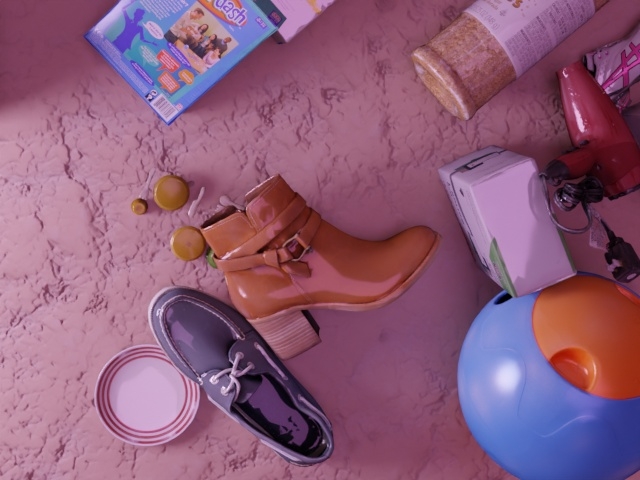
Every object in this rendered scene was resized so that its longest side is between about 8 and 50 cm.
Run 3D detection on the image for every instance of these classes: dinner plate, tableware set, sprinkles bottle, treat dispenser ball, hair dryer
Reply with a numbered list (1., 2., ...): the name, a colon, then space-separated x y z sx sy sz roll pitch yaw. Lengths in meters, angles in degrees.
1. dinner plate: -0.234 0.208 1.668 0.141 0.017 0.141 -1 97 -8
2. tableware set: -0.177 -0.027 1.646 0.154 0.024 0.104 23 96 -12
3. sprinkles bottle: 0.290 -0.311 1.630 0.355 0.121 0.121 -40 101 -2
4. treat dispenser ball: 0.324 0.183 1.614 0.288 0.288 0.288 -1 97 -9
5. hair dryer: 0.352 -0.109 1.583 0.080 0.293 0.223 -22 143 27

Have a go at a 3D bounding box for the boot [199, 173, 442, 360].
1. boot: 0.000 0.000 1.632 0.283 0.109 0.220 -31 105 3

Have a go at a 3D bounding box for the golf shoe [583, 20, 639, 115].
1. golf shoe: 0.407 -0.243 1.685 0.086 0.067 0.186 33 92 -10

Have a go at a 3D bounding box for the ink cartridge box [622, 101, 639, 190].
1. ink cartridge box: 0.486 -0.120 1.651 0.082 0.190 0.140 -25 101 -6

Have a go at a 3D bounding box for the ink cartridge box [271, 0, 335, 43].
1. ink cartridge box: -0.023 -0.333 1.594 0.143 0.092 0.090 -41 101 -3

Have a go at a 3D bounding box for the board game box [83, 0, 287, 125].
1. board game box: -0.172 -0.268 1.553 0.210 0.047 0.160 -36 103 28

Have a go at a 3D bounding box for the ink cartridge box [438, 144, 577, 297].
1. ink cartridge box: 0.239 -0.030 1.611 0.092 0.219 0.160 -23 100 -2

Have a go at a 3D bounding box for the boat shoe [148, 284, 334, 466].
1. boat shoe: -0.097 0.180 1.638 0.116 0.099 0.319 -45 103 -11
